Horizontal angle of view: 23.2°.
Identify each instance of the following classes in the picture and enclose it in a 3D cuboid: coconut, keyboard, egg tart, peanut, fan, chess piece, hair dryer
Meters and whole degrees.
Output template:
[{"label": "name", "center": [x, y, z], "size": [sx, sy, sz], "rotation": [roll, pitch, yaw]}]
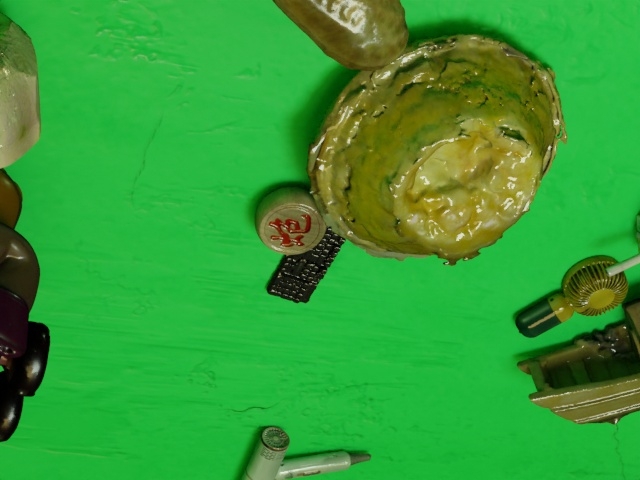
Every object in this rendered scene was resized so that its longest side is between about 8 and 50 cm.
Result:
[{"label": "coconut", "center": [-0.346, -0.138, 1.513], "size": [0.147, 0.147, 0.152], "rotation": [-3, 130, -14]}, {"label": "keyboard", "center": [0.000, 0.000, 1.835], "size": [0.060, 0.018, 0.195], "rotation": [14, 126, -23]}, {"label": "egg tart", "center": [0.138, -0.081, 1.719], "size": [0.315, 0.120, 0.315], "rotation": [-11, 130, -14]}, {"label": "peanut", "center": [0.008, -0.255, 1.545], "size": [0.108, 0.095, 0.226], "rotation": [-47, 126, 6]}, {"label": "fan", "center": [0.321, 0.080, 1.995], "size": [0.155, 0.039, 0.082], "rotation": [-31, 134, 14]}, {"label": "chess piece", "center": [-0.034, -0.023, 1.781], "size": [0.084, 0.038, 0.083], "rotation": [-2, 130, -2]}, {"label": "hair dryer", "center": [-0.017, 0.318, 2.117], "size": [0.183, 0.044, 0.155], "rotation": [4, 133, -24]}]

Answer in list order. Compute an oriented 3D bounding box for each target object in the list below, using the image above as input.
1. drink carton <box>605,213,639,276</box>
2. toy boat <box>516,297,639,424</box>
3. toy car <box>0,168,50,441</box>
[{"label": "drink carton", "center": [0.443, -0.004, 1.922], "size": [0.200, 0.084, 0.074], "rotation": [-7, 102, -11]}, {"label": "toy boat", "center": [0.478, 0.123, 2.022], "size": [0.446, 0.136, 0.162], "rotation": [-21, 131, 4]}, {"label": "toy car", "center": [-0.424, 0.059, 1.625], "size": [0.271, 0.240, 0.340], "rotation": [12, 147, -22]}]
